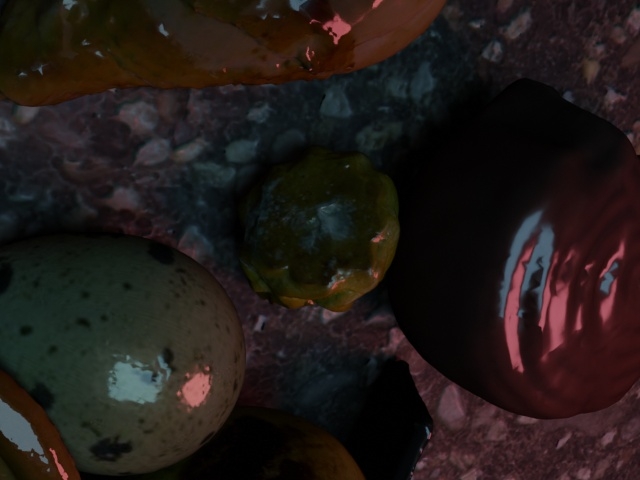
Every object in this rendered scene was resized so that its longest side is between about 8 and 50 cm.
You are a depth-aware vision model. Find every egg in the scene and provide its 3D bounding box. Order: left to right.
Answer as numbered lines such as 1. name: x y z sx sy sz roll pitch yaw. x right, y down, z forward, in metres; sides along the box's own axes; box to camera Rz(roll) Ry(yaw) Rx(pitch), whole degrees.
1. egg: -0.166 0.077 0.638 0.228 0.177 0.177 22 100 -15

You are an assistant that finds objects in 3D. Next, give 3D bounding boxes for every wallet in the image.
1. wallet: 0.043 0.270 0.857 0.030 0.146 0.285 16 103 -15

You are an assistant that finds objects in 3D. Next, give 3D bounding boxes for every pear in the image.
1. pear: -0.069 0.274 0.717 0.284 0.283 0.283 -12 116 -25

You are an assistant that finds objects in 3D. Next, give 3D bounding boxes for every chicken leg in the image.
1. chicken leg: -0.120 -0.206 0.572 0.410 0.182 0.295 -25 113 0

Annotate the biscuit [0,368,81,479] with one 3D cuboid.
1. biscuit: -0.285 0.163 0.596 0.262 0.037 0.261 6 119 12

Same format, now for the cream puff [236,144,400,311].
1. cream puff: 0.000 0.000 0.736 0.146 0.146 0.116 -39 163 -9

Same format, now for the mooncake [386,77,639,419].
1. mooncake: 0.230 0.015 0.808 0.334 0.174 0.325 -39 131 -16
